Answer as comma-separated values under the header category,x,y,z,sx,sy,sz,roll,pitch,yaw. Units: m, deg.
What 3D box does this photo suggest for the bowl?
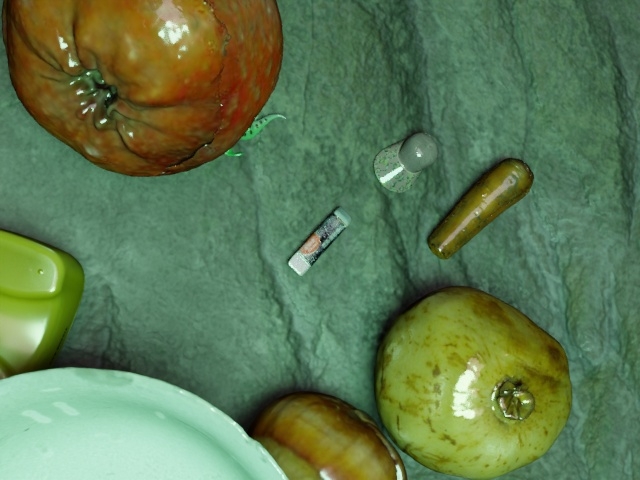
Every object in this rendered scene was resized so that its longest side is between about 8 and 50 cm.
category,x,y,z,sx,sy,sz,roll,pitch,yaw
bowl,-0.190,0.321,0.723,0.434,0.196,0.435,0,89,5

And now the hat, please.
category,x,y,z,sx,sy,sz,roll,pitch,yaw
hat,0.109,-0.098,0.963,0.087,0.042,0.058,-35,93,-16

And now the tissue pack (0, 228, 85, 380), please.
category,x,y,z,sx,sy,sz,roll,pitch,yaw
tissue pack,-0.315,0.083,0.783,0.123,0.127,0.178,22,77,-5

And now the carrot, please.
category,x,y,z,sx,sy,sz,roll,pitch,yaw
carrot,0.198,-0.040,0.979,0.161,0.055,0.055,-41,95,-9

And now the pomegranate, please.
category,x,y,z,sx,sy,sz,roll,pitch,yaw
pomegranate,0.168,0.152,0.863,0.215,0.215,0.215,2,83,-15

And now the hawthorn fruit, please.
category,x,y,z,sx,sy,sz,roll,pitch,yaw
hawthorn fruit,-0.150,-0.217,0.807,0.276,0.276,0.307,49,48,-5

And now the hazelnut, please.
category,x,y,z,sx,sy,sz,roll,pitch,yaw
hazelnut,-0.004,0.252,0.833,0.182,0.182,0.182,2,83,-15

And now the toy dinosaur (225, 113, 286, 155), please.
category,x,y,z,sx,sy,sz,roll,pitch,yaw
toy dinosaur,-0.085,-0.127,0.925,0.083,0.021,0.062,10,88,-10

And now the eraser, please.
category,x,y,z,sx,sy,sz,roll,pitch,yaw
eraser,0.000,0.000,0.933,0.027,0.019,0.099,45,75,-6
